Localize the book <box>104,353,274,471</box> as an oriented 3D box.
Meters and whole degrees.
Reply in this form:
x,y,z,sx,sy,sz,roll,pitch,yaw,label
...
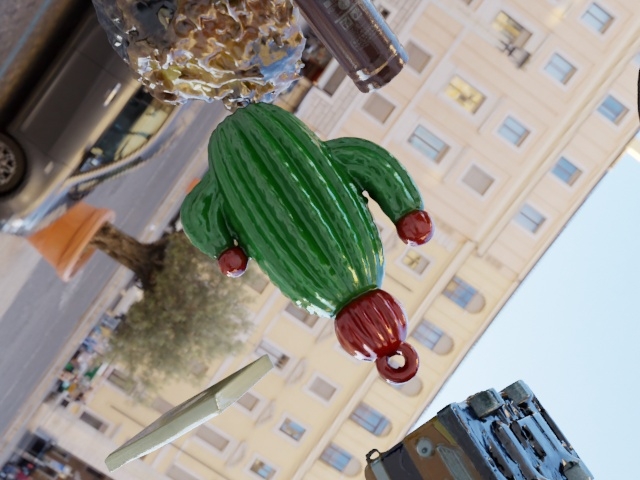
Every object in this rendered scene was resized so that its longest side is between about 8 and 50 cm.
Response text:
x,y,z,sx,sy,sz,roll,pitch,yaw,label
-0.090,0.120,0.477,0.111,0.014,0.077,-33,178,25,book

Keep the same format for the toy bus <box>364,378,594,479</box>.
x,y,z,sx,sy,sz,roll,pitch,yaw,label
0.122,0.176,0.520,0.114,0.098,0.201,-41,155,20,toy bus

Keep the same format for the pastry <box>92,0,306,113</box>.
x,y,z,sx,sy,sz,roll,pitch,yaw,label
-0.171,-0.391,0.934,0.292,0.338,0.405,159,-63,-81,pastry

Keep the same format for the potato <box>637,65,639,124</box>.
x,y,z,sx,sy,sz,roll,pitch,yaw,label
0.393,-0.111,0.572,0.299,0.239,0.116,-17,171,-3,potato

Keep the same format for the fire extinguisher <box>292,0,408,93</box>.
x,y,z,sx,sy,sz,roll,pitch,yaw,label
0.023,-0.426,1.195,0.135,0.337,0.114,-54,-150,-18,fire extinguisher

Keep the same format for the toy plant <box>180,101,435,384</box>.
x,y,z,sx,sy,sz,roll,pitch,yaw,label
0.003,-0.014,0.534,0.154,0.240,0.088,-56,164,-12,toy plant
